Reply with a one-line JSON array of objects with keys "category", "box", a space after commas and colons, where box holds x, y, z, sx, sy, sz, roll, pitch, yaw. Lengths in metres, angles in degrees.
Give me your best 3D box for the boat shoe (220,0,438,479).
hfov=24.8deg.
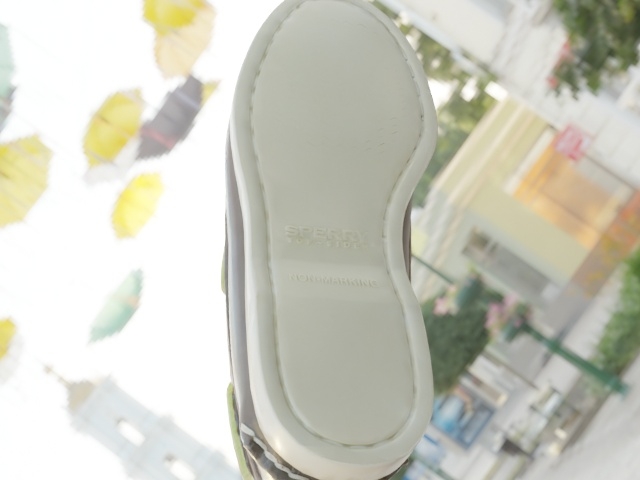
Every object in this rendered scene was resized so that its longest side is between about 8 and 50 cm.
[{"category": "boat shoe", "box": [0.000, 0.000, 0.782, 0.096, 0.117, 0.324, 113, 161, -49]}]
